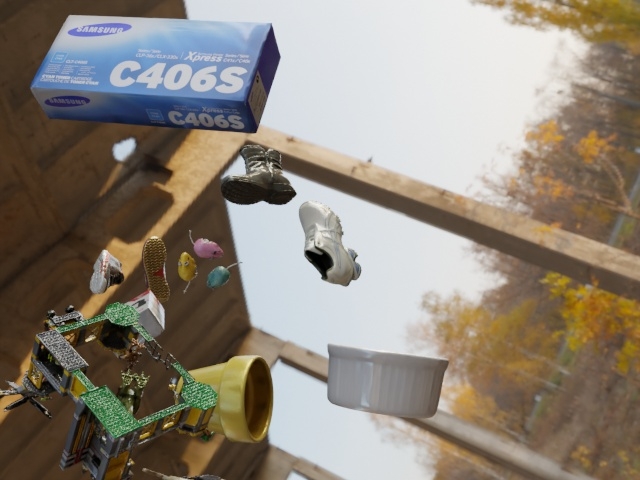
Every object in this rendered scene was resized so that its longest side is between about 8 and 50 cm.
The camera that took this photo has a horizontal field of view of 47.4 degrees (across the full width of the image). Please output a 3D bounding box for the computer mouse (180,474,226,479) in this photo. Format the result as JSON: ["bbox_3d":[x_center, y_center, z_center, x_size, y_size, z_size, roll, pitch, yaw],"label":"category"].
[{"bbox_3d":[-0.221,0.588,1.512,0.060,0.262,0.184,-6,60,60],"label":"computer mouse"}]

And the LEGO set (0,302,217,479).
[{"bbox_3d":[-0.350,0.277,1.218,0.255,0.331,0.192,-26,-35,-55],"label":"LEGO set"}]

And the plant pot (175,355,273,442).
[{"bbox_3d":[-0.293,0.474,2.185,0.254,0.239,0.254,-3,-90,-75],"label":"plant pot"}]

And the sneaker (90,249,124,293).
[{"bbox_3d":[-0.439,0.070,1.528,0.061,0.065,0.158,-54,23,15],"label":"sneaker"}]

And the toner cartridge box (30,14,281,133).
[{"bbox_3d":[-0.250,-0.260,1.126,0.075,0.348,0.165,77,-157,-56],"label":"toner cartridge box"}]

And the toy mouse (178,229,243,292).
[{"bbox_3d":[-0.236,0.054,1.543,0.031,0.143,0.161,-71,-20,-61],"label":"toy mouse"}]

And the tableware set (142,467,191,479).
[{"bbox_3d":[-0.176,0.386,1.084,0.194,0.128,0.039,65,-143,-62],"label":"tableware set"}]

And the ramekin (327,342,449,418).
[{"bbox_3d":[0.144,0.315,1.645,0.277,0.277,0.135,30,-113,-71],"label":"ramekin"}]

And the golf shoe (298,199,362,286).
[{"bbox_3d":[0.000,0.000,1.246,0.086,0.176,0.069,0,-41,-48],"label":"golf shoe"}]

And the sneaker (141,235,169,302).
[{"bbox_3d":[-0.462,0.082,2.020,0.084,0.070,0.185,172,94,-66],"label":"sneaker"}]

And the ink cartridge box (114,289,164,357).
[{"bbox_3d":[-0.452,0.199,1.777,0.127,0.072,0.175,-31,15,-5],"label":"ink cartridge box"}]

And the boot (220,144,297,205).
[{"bbox_3d":[-0.181,-0.175,1.882,0.247,0.161,0.083,3,-37,-48],"label":"boot"}]
